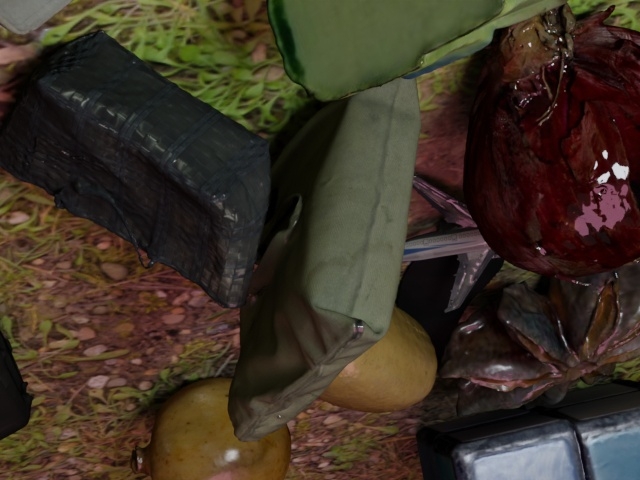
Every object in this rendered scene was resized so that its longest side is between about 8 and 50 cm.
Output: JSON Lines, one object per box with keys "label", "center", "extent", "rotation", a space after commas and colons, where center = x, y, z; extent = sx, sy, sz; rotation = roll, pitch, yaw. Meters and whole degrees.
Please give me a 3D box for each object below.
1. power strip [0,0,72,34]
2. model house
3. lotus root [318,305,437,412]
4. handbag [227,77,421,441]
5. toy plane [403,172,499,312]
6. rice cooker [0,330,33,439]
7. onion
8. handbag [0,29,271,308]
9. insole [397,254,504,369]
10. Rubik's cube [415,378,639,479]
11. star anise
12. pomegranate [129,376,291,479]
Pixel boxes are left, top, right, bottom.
{"label": "power strip", "center": [-0.200, -0.268, 1.007], "extent": [0.213, 0.064, 0.198], "rotation": [-37, 142, 6]}
{"label": "model house", "center": [0.082, -0.226, 1.126], "extent": [0.214, 0.195, 0.189], "rotation": [-26, 173, 40]}
{"label": "lotus root", "center": [0.033, 0.121, 1.597], "extent": [0.146, 0.131, 0.303], "rotation": [5, 163, 36]}
{"label": "handbag", "center": [-0.002, 0.005, 1.284], "extent": [0.109, 0.316, 0.253], "rotation": [20, 143, -16]}
{"label": "toy plane", "center": [0.150, 0.000, 1.539], "extent": [0.226, 0.058, 0.226], "rotation": [-17, 135, 6]}
{"label": "rice cooker", "center": [-0.370, 0.146, 1.474], "extent": [0.118, 0.142, 0.203], "rotation": [-23, 151, -11]}
{"label": "onion", "center": [0.268, -0.087, 1.340], "extent": [0.281, 0.281, 0.221], "rotation": [0, -173, -22]}
{"label": "handbag", "center": [-0.159, -0.057, 1.222], "extent": [0.270, 0.089, 0.175], "rotation": [33, 136, 6]}
{"label": "insole", "center": [0.140, 0.074, 1.698], "extent": [0.119, 0.009, 0.348], "rotation": [-4, 144, -15]}
{"label": "Rubik's cube", "center": [0.317, 0.367, 1.834], "extent": [0.313, 0.318, 0.316], "rotation": [-12, 177, -6]}
{"label": "star anise", "center": [0.285, 0.110, 1.714], "extent": [0.331, 0.118, 0.332], "rotation": [-18, 147, -12]}
{"label": "pomegranate", "center": [-0.133, 0.253, 1.706], "extent": [0.196, 0.196, 0.196], "rotation": [-11, 146, -7]}
